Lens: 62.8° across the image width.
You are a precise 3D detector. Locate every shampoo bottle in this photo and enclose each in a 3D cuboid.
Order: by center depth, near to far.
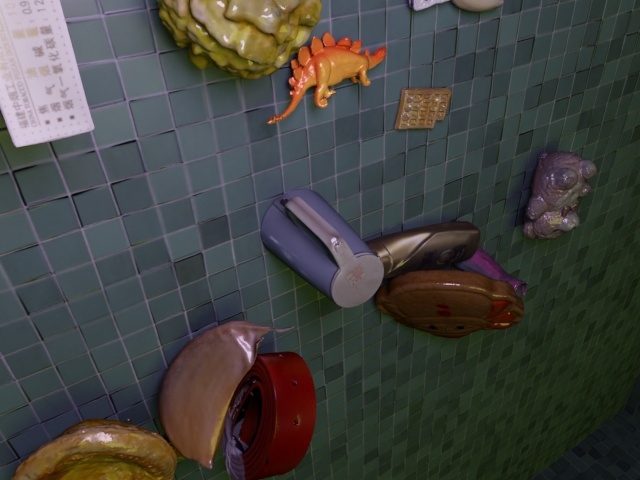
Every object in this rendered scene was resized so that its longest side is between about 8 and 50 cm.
[{"bbox_3d":[0.243,0.024,1.306,0.350,0.084,0.125,-9,128,-31],"label":"shampoo bottle"}]

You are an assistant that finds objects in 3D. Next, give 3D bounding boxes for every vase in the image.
[{"bbox_3d":[0.448,0.081,1.402,0.086,0.214,0.086,-19,128,-26],"label":"vase"}]

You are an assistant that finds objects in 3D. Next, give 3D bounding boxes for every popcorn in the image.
[{"bbox_3d":[-0.104,-0.349,0.727,0.259,0.212,0.259,-23,137,-23],"label":"popcorn"}]

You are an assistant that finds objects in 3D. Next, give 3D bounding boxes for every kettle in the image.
[{"bbox_3d":[0.000,0.000,1.000,0.160,0.243,0.210,-36,132,-13],"label":"kettle"}]

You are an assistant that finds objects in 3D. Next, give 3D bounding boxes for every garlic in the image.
[{"bbox_3d":[-0.197,0.275,1.077,0.338,0.196,0.151,-59,148,0],"label":"garlic"}]

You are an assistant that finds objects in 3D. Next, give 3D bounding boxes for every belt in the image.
[{"bbox_3d":[-0.127,0.405,1.181,0.115,0.227,0.323,4,114,-36],"label":"belt"}]

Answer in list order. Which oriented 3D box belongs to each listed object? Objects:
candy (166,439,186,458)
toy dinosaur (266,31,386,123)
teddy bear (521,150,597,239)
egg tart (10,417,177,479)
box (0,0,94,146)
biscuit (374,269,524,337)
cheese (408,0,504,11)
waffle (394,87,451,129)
[{"bbox_3d":[-0.323,0.472,1.203,0.182,0.053,0.046,16,106,-39],"label":"candy"},{"bbox_3d":[0.007,-0.305,0.930,0.288,0.070,0.117,-31,121,-22],"label":"toy dinosaur"},{"bbox_3d":[0.660,-0.117,1.477,0.236,0.151,0.267,-19,124,-24],"label":"teddy bear"},{"bbox_3d":[-0.441,0.451,1.042,0.319,0.128,0.318,-12,127,-17],"label":"egg tart"},{"bbox_3d":[-0.354,-0.296,0.568,0.095,0.210,0.330,-20,128,-27],"label":"box"},{"bbox_3d":[0.332,0.176,1.349,0.381,0.359,0.074,60,35,-54],"label":"biscuit"},{"bbox_3d":[0.266,-0.488,1.012,0.235,0.050,0.127,-25,133,-20],"label":"cheese"},{"bbox_3d":[0.222,-0.284,1.134,0.135,0.021,0.092,-9,121,-31],"label":"waffle"}]
